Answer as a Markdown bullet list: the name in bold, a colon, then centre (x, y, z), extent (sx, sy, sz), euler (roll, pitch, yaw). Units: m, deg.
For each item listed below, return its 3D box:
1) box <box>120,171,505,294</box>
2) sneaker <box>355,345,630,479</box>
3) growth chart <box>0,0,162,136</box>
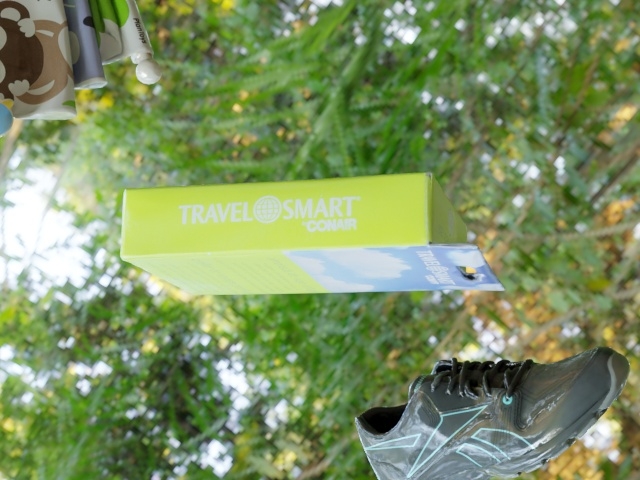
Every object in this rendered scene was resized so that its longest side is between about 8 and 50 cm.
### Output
- **box**: centre (0.000, 0.000, 0.649), extent (0.109, 0.178, 0.042), euler (40, -130, -70)
- **sneaker**: centre (0.133, 0.146, 1.047), extent (0.106, 0.267, 0.101), euler (54, -145, 1)
- **growth chart**: centre (-0.211, -0.128, 0.744), extent (0.237, 0.021, 0.172), euler (-14, -115, -29)
